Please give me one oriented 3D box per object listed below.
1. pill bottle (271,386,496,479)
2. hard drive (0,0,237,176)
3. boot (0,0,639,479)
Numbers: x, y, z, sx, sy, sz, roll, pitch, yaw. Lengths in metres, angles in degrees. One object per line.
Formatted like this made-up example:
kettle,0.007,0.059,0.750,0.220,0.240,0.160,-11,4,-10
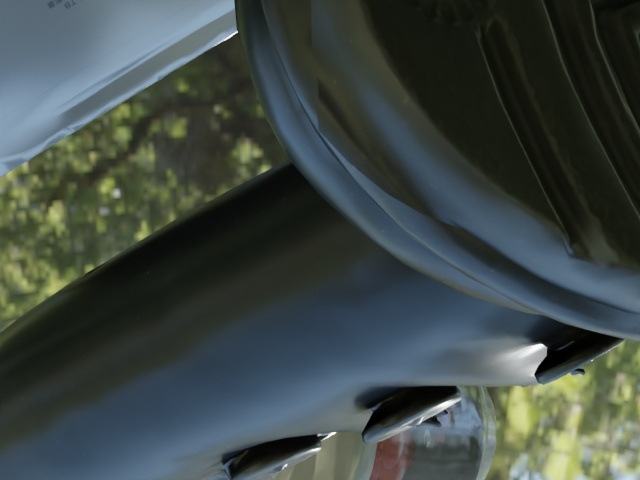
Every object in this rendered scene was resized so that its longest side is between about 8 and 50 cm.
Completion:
pill bottle,0.000,0.114,1.101,0.176,0.318,0.176,-3,-97,22
hard drive,-0.133,-0.192,0.786,0.210,0.318,0.040,-33,-135,-11
boot,0.002,0.000,0.584,0.367,0.445,0.146,-5,-101,-44
